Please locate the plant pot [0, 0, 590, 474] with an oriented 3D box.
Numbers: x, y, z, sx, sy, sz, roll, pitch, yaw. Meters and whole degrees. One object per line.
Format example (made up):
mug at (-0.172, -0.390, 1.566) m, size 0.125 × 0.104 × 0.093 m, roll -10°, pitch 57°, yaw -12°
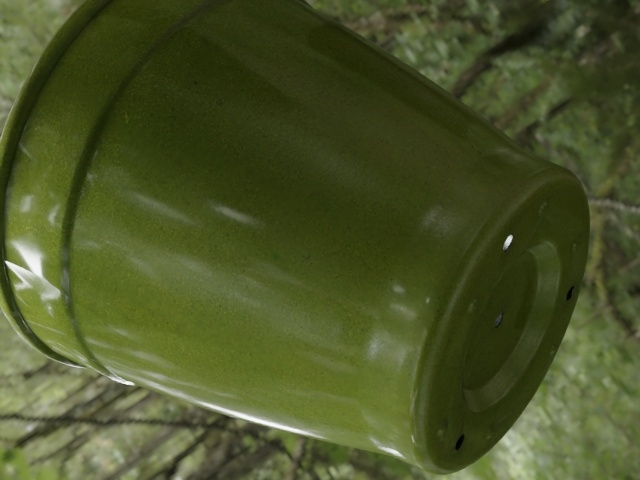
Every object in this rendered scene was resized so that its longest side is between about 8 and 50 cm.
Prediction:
plant pot at (0.000, 0.000, 1.004) m, size 0.353 × 0.366 × 0.366 m, roll 25°, pitch 168°, yaw 30°
